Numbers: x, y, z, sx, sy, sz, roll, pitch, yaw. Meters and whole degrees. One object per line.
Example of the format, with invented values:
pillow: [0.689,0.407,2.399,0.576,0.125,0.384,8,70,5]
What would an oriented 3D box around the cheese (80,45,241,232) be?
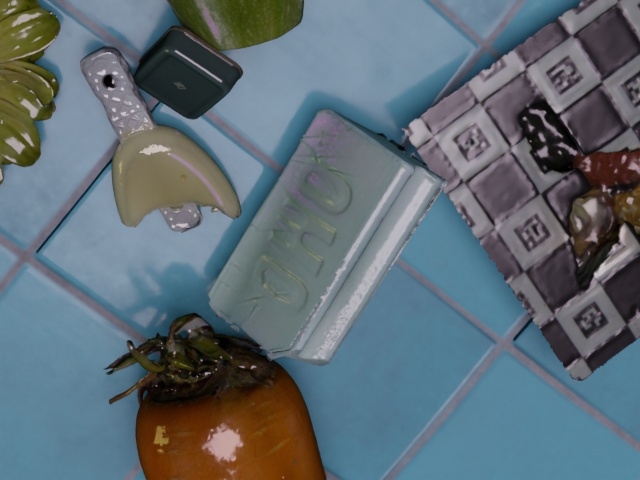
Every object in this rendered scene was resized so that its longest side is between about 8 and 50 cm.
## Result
cheese: [-0.185,-0.103,1.647,0.127,0.050,0.235,-21,120,6]

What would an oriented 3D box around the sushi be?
sushi: [0.319,-0.084,1.728,0.343,0.064,0.359,-36,105,-3]

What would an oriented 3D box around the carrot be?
carrot: [-0.103,0.225,1.691,0.193,0.214,0.331,-23,111,-20]

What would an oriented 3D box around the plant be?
plant: [-0.417,-0.143,1.554,0.306,0.297,0.261,14,135,-27]

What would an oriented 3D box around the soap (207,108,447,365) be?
soap: [0.000,0.000,1.657,0.094,0.150,0.261,24,102,-48]

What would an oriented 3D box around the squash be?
squash: [-0.088,-0.271,1.579,0.170,0.170,0.123,-15,119,-3]

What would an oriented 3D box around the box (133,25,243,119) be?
box: [-0.142,-0.172,1.613,0.091,0.126,0.031,33,65,-16]
